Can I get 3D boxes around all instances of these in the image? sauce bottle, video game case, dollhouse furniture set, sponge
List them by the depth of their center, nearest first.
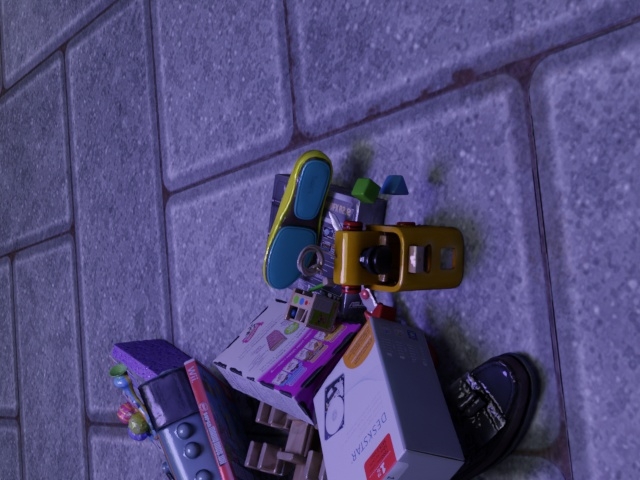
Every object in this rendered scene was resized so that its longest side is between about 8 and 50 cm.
[{"bbox_3d":[0.001,0.382,1.424,0.212,0.161,0.242,-10,60,52],"label":"dollhouse furniture set"},{"bbox_3d":[-0.155,0.362,1.569,0.025,0.204,0.285,-25,63,2],"label":"video game case"},{"bbox_3d":[-0.115,0.269,1.615,0.042,0.042,0.128,-17,79,51],"label":"sauce bottle"},{"bbox_3d":[-0.330,0.250,1.832,0.210,0.117,0.031,20,107,51],"label":"sponge"}]

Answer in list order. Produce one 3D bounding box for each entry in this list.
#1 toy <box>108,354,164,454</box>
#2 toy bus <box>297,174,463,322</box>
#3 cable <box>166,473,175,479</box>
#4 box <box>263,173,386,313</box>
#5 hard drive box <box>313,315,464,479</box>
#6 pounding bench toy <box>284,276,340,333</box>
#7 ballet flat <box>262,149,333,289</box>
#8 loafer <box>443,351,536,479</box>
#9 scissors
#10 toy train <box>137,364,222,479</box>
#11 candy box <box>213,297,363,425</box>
[{"bbox_3d":[-0.394,0.366,1.889,0.137,0.056,0.237,23,134,51],"label":"toy"},{"bbox_3d":[0.102,0.023,1.213,0.104,0.191,0.202,4,50,52],"label":"toy bus"},{"bbox_3d":[-0.258,0.456,1.797,0.184,0.047,0.150,-54,50,37],"label":"cable"},{"bbox_3d":[0.000,0.000,1.448,0.231,0.056,0.183,20,105,50],"label":"box"},{"bbox_3d":[0.082,0.248,1.186,0.181,0.089,0.232,-59,26,30],"label":"hard drive box"},{"bbox_3d":[-0.010,0.092,1.371,0.065,0.052,0.083,14,84,52],"label":"pounding bench toy"},{"bbox_3d":[-0.037,-0.036,1.401,0.077,0.077,0.230,-122,47,-63],"label":"ballet flat"},{"bbox_3d":[0.174,0.269,1.190,0.109,0.095,0.302,57,132,35],"label":"loafer"},{"bbox_3d":[0.069,0.100,1.330,0.297,0.021,0.109,54,131,16],"label":"scissors"},{"bbox_3d":[-0.227,0.379,1.617,0.190,0.142,0.333,91,156,-72],"label":"toy train"},{"bbox_3d":[-0.043,0.186,1.421,0.233,0.159,0.071,13,140,52],"label":"candy box"}]
